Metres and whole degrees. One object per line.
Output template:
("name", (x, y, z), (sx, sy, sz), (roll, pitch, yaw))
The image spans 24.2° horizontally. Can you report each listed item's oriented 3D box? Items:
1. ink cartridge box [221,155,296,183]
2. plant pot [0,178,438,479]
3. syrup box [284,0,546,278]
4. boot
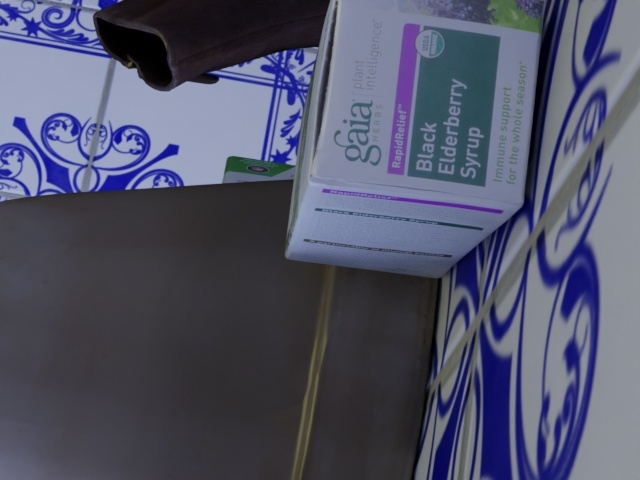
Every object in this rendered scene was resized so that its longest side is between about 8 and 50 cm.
("ink cartridge box", (-0.036, 0.002, 1.519), (0.208, 0.153, 0.087), (-83, 3, -64))
("plant pot", (-0.088, 0.088, 0.980), (0.323, 0.280, 0.323), (-169, 90, -88))
("syrup box", (0.038, -0.046, 0.734), (0.237, 0.096, 0.093), (119, 158, -80))
("boot", (-0.033, -0.159, 0.846), (0.248, 0.207, 0.090), (-140, 34, -60))
